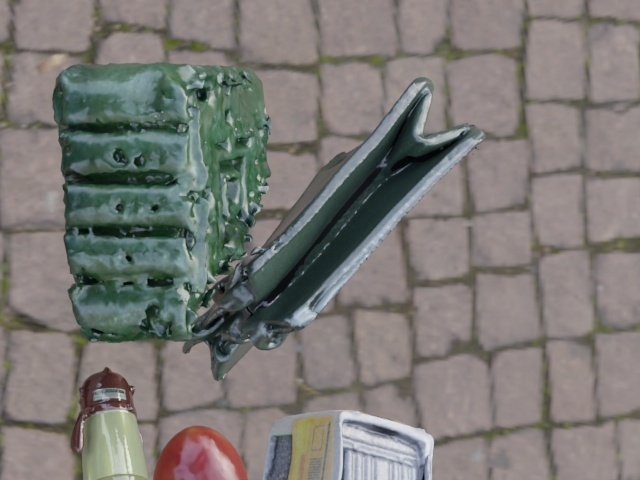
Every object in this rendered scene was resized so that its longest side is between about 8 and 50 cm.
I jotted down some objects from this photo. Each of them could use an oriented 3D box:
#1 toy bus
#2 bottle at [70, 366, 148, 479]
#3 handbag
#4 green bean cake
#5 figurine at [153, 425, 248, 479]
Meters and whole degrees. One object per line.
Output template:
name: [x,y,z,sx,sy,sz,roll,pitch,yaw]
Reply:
toy bus: [-0.003,0.289,1.063,0.097,0.138,0.343,20,72,-32]
bottle: [-0.146,0.138,1.078,0.047,0.063,0.101,-13,59,0]
handbag: [-0.001,-0.002,1.287,0.079,0.247,0.260,45,66,-2]
green bean cake: [-0.103,-0.035,1.121,0.208,0.107,0.194,-24,109,-73]
figurine: [-0.066,0.369,1.582,0.269,0.261,0.211,23,117,-24]
